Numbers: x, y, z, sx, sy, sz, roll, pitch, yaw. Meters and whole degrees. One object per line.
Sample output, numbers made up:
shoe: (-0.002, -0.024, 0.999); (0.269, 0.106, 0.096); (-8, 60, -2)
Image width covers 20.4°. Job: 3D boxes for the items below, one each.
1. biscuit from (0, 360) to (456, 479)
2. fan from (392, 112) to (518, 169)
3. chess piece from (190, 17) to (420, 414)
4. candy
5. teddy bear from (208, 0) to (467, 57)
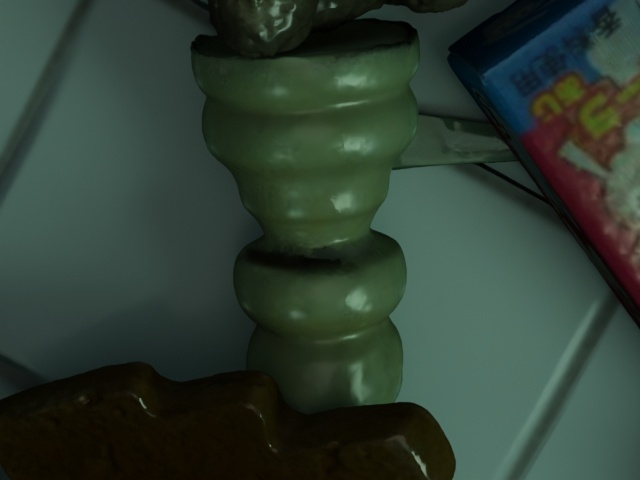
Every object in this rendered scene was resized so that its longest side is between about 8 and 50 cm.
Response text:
biscuit: (-0.055, 0.156, 1.036); (0.301, 0.043, 0.278); (28, 129, 0)
fan: (0.124, -0.057, 1.074); (0.193, 0.016, 0.038); (3, 101, -2)
chess piece: (0.000, 0.000, 1.027); (0.133, 0.133, 0.243); (-5, 105, -2)
candy: (0.225, -0.030, 1.024); (0.157, 0.100, 0.306); (-37, 106, 2)
teddy bear: (-0.016, -0.200, 0.948); (0.177, 0.140, 0.190); (-21, 111, -19)
